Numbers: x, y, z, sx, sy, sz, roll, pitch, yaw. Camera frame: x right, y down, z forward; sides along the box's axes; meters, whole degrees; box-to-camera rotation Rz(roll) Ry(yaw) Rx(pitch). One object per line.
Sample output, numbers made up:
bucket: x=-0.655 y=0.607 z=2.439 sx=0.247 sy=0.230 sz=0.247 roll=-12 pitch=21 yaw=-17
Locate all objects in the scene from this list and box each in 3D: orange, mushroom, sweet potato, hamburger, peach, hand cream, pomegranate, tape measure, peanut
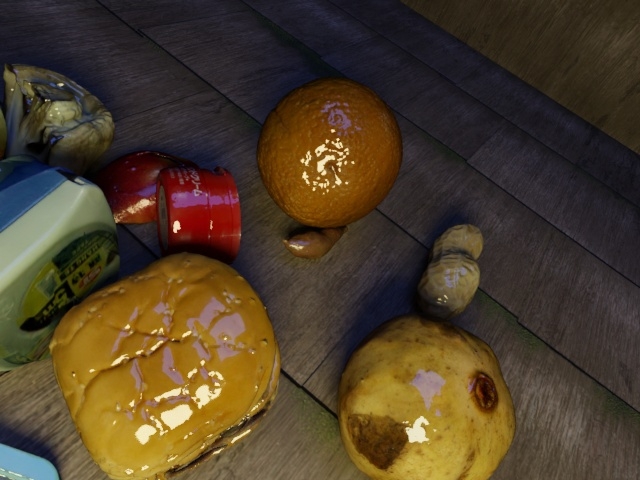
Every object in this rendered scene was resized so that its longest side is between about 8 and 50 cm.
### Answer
orange: x=0.021 y=-0.194 z=0.987 sx=0.322 sy=0.322 sz=0.357 roll=25 pitch=18 yaw=-2
mushroom: x=-0.504 y=-0.206 z=0.861 sx=0.267 sy=0.189 sz=0.164 roll=40 pitch=24 yaw=30
sweet potato: x=0.002 y=0.006 z=0.982 sx=0.226 sy=0.068 sz=0.068 roll=-14 pitch=57 yaw=-49
hamburger: x=-0.205 y=0.169 z=0.637 sx=0.319 sy=0.158 sz=0.318 roll=3 pitch=65 yaw=-5
peach: x=-0.370 y=-0.126 z=0.923 sx=0.189 sy=0.068 sz=0.279 roll=35 pitch=46 yaw=10
hand cream: x=-0.233 y=-0.042 z=0.826 sx=0.126 sy=0.193 sz=0.193 roll=-5 pitch=54 yaw=-28
pomegranate: x=0.156 y=0.252 z=0.698 sx=0.281 sy=0.281 sz=0.281 roll=13 pitch=47 yaw=-14
tape measure: x=-0.408 y=0.049 z=0.617 sx=0.138 sy=0.262 sz=0.259 roll=25 pitch=52 yaw=8
peanut: x=0.307 y=0.059 z=1.018 sx=0.120 sy=0.136 sz=0.298 roll=55 pitch=40 yaw=-20

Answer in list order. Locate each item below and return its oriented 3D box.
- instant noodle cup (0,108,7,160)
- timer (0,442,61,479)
instant noodle cup: x=-0.704 y=-0.240 z=0.738 sx=0.297 sy=0.296 sz=0.214 roll=-11 pitch=48 yaw=-31
timer: x=-0.453 y=0.325 z=0.477 sx=0.250 sy=0.091 sz=0.231 roll=22 pitch=45 yaw=-10
